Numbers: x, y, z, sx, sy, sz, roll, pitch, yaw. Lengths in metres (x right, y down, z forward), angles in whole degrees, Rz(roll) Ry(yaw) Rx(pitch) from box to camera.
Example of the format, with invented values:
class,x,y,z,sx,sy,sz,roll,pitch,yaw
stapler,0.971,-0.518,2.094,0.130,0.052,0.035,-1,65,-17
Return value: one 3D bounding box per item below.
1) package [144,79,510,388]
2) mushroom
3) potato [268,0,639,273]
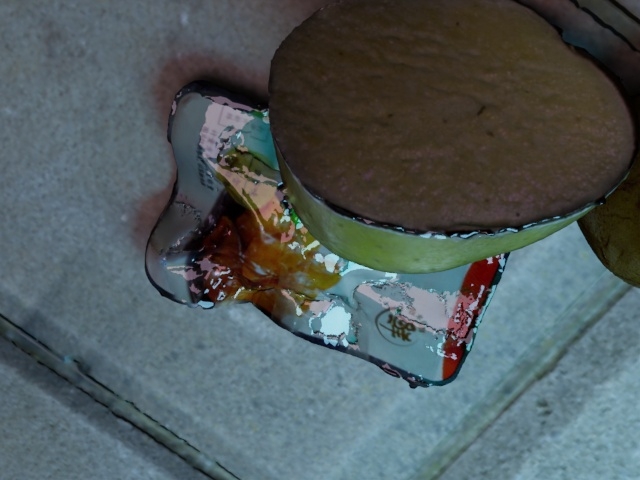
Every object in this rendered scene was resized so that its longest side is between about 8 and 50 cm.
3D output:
class,x,y,z,sx,sy,sz,roll,pitch,yaw
package,0.000,0.000,1.059,0.232,0.040,0.166,21,121,0
mushroom,0.201,-0.026,0.977,0.127,0.087,0.127,19,124,32
potato,0.068,-0.044,0.956,0.202,0.182,0.117,-7,142,-10
